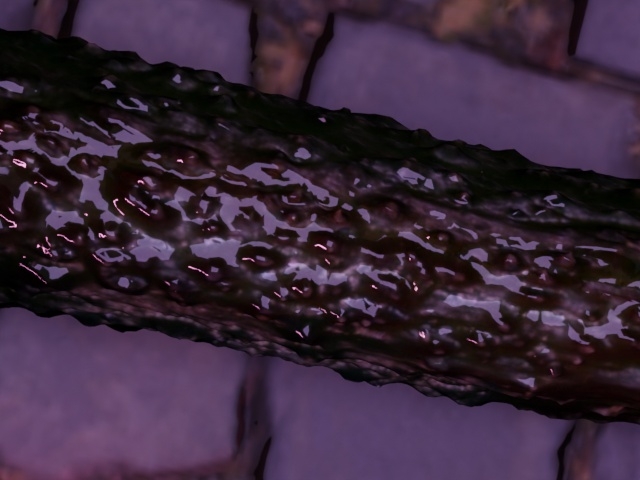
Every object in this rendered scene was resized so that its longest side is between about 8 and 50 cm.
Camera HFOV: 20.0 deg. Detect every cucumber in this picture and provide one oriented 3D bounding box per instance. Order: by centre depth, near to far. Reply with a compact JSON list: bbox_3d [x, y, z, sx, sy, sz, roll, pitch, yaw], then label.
[{"bbox_3d":[0.000,0.000,0.580,0.360,0.096,0.096,15,87,-5],"label":"cucumber"}]
